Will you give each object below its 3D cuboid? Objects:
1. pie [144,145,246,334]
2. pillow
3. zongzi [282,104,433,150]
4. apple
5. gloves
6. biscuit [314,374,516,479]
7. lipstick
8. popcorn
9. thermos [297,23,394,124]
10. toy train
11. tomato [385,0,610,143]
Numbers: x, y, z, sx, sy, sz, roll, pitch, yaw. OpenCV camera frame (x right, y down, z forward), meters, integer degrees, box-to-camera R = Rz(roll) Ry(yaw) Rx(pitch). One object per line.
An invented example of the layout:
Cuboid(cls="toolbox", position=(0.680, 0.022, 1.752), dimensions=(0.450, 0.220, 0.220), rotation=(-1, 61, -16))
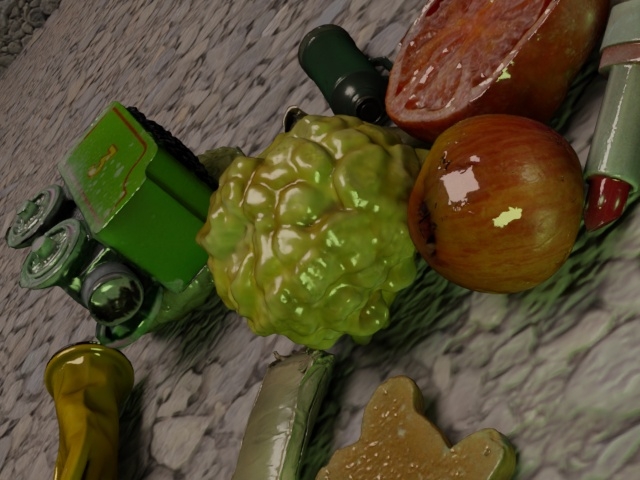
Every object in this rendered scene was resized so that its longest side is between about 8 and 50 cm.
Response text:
Cuboid(cls="pie", position=(-0.190, -0.009, 1.310), dimensions=(0.306, 0.071, 0.306), rotation=(-36, 38, 35))
Cuboid(cls="pillow", position=(-0.043, 0.193, 0.902), dimensions=(0.119, 0.053, 0.208), rotation=(-35, 34, 58))
Cuboid(cls="zongzi", position=(0.030, -0.026, 0.984), dimensions=(0.204, 0.094, 0.204), rotation=(10, 80, 36))
Cuboid(cls="apple", position=(0.130, -0.028, 0.740), dimensions=(0.146, 0.146, 0.146), rotation=(-38, 36, 34))
Cuboid(cls="gloves", position=(-0.288, 0.262, 1.148), dimensions=(0.116, 0.133, 0.294), rotation=(-16, 37, 5))
Cuboid(cls="biscuit", position=(0.082, 0.200, 0.710), dimensions=(0.153, 0.030, 0.234), rotation=(-54, 35, -7))
Cuboid(cls="lipstick", position=(0.235, -0.090, 0.738), dimensions=(0.063, 0.057, 0.186), rotation=(3, 72, 53))
Cuboid(cls="popcorn", position=(0.010, -0.002, 0.864), dimensions=(0.181, 0.217, 0.235), rotation=(52, 139, 35))
Cuboid(cls="thermos", position=(0.035, -0.187, 1.129), dimensions=(0.187, 0.083, 0.073), rotation=(-115, 39, -55))
Cuboid(cls="toy train", position=(-0.247, -0.022, 1.186), dimensions=(0.249, 0.173, 0.307), rotation=(-48, 32, 1))
Cuboid(cls="tomato", position=(0.168, -0.175, 0.875), dimensions=(0.237, 0.095, 0.236), rotation=(-42, 29, 31))
